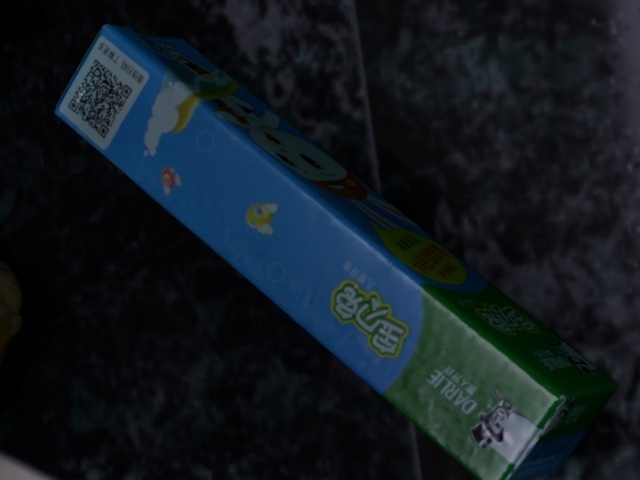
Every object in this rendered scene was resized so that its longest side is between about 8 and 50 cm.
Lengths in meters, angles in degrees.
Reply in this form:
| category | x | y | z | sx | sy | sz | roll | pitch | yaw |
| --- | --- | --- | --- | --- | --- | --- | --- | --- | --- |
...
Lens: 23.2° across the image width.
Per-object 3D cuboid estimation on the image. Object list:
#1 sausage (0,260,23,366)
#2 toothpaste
| category | x | y | z | sx | sy | sz | roll | pitch | yaw |
| --- | --- | --- | --- | --- | --- | --- | --- | --- | --- |
| sausage | -0.250 | 0.108 | 0.788 | 0.270 | 0.109 | 0.109 | -49 | 68 | 21 |
| toothpaste | 0.000 | 0.000 | 0.658 | 0.267 | 0.065 | 0.050 | 40 | 106 | 24 |
